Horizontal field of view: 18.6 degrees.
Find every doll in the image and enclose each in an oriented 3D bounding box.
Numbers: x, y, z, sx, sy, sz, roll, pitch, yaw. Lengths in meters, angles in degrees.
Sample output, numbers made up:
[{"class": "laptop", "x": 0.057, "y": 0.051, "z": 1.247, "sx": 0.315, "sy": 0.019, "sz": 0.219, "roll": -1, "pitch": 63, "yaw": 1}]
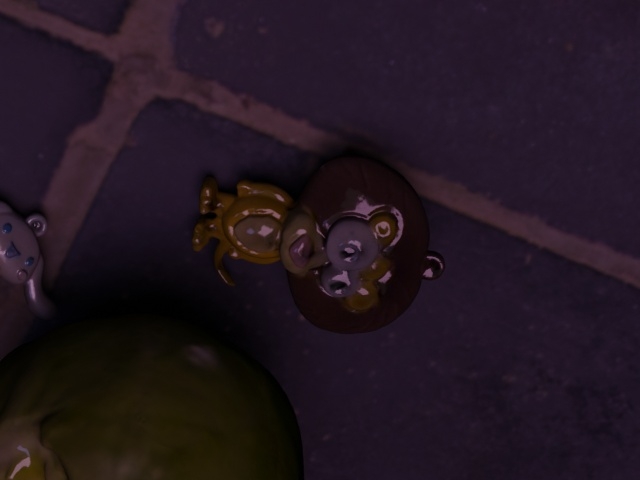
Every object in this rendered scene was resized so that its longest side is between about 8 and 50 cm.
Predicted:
[{"class": "doll", "x": -0.002, "y": 0.008, "z": 1.501, "sx": 0.188, "sy": 0.096, "sz": 0.145, "roll": -11, "pitch": 109, "yaw": 7}, {"class": "doll", "x": -0.254, "y": 0.020, "z": 1.487, "sx": 0.135, "sy": 0.071, "sz": 0.113, "roll": 34, "pitch": 88, "yaw": -28}]

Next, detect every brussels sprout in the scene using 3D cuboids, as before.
[{"class": "brussels sprout", "x": -0.162, "y": 0.205, "z": 1.456, "sx": 0.268, "sy": 0.344, "sz": 0.344, "roll": 42, "pitch": 104, "yaw": -1}]
